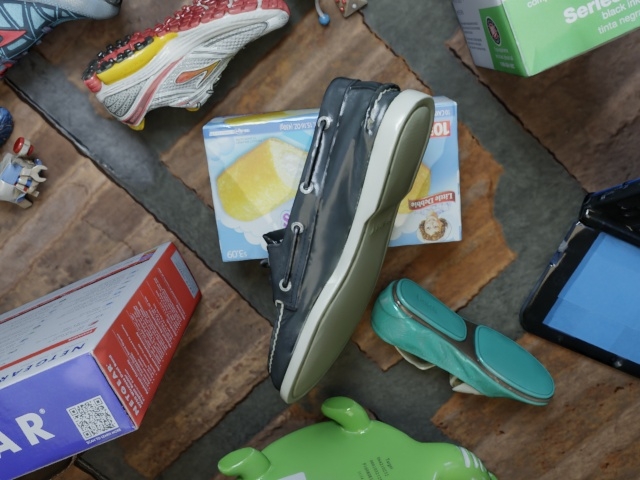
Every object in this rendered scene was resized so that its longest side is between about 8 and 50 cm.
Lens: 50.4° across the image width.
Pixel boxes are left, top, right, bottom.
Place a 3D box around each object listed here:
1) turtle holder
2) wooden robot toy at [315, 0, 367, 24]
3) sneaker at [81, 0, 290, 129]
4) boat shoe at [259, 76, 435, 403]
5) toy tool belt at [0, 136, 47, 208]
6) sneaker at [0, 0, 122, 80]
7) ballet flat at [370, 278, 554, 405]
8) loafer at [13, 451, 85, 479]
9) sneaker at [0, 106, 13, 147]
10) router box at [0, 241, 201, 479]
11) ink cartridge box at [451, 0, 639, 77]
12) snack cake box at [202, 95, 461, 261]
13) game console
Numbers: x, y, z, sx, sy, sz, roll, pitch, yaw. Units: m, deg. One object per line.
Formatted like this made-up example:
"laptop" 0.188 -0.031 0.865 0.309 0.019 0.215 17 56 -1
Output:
"turtle holder" 0.044 0.339 0.831 0.320 0.243 0.227 -35 127 -29
"wooden robot toy" -0.026 -0.284 0.688 0.173 0.079 0.076 31 105 -10
"sneaker" -0.134 -0.196 0.725 0.225 0.088 0.093 -24 126 8
"boat shoe" -0.002 0.000 0.673 0.113 0.127 0.340 29 117 21
"toy tool belt" -0.339 -0.076 0.778 0.051 0.052 0.083 26 112 -40
"sneaker" -0.327 -0.230 0.709 0.261 0.104 0.125 4 117 8
"ballet flat" 0.165 0.136 0.830 0.247 0.083 0.087 32 129 -9
"loafer" -0.441 0.302 0.850 0.366 0.130 0.134 -30 105 9
"sneaker" -0.405 -0.107 0.762 0.135 0.052 0.058 -41 99 12
"router box" -0.315 0.141 0.709 0.335 0.301 0.082 -23 106 8
"ink cartridge box" 0.163 -0.309 0.609 0.121 0.211 0.289 -23 106 8
"snack cake box" 0.016 -0.069 0.751 0.264 0.089 0.152 -5 107 2
"game console" 0.422 0.069 0.756 0.293 0.250 0.173 22 80 -7
